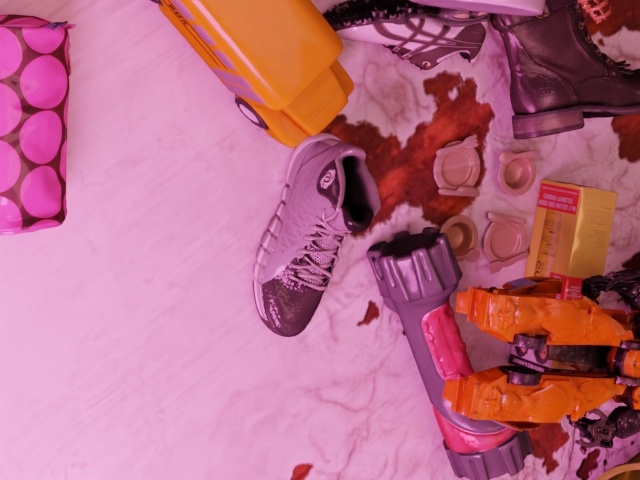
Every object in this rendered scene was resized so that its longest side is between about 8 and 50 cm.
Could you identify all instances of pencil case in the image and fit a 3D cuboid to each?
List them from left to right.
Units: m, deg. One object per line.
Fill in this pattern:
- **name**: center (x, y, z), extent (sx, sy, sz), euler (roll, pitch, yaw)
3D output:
- **pencil case**: center (-0.284, -0.111, 1.369), extent (0.098, 0.095, 0.209), euler (-6, 104, -44)

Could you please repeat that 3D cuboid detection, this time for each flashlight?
- **flashlight**: center (0.157, 0.132, 1.643), extent (0.103, 0.103, 0.304), euler (-27, 111, -21)

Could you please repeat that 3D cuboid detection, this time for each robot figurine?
- **robot figurine**: center (0.281, 0.129, 1.616), extent (0.291, 0.085, 0.211), euler (5, 96, -34)

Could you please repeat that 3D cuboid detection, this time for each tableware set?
- **tableware set**: center (0.194, -0.041, 1.680), extent (0.141, 0.020, 0.168), euler (-3, 100, -29)

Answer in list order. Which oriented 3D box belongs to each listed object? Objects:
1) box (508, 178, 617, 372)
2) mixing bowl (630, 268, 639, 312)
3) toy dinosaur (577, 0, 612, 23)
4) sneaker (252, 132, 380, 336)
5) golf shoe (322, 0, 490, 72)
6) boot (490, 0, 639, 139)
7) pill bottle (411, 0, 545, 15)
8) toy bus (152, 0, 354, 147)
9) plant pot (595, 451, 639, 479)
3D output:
- **box**: center (0.291, 0.047, 1.712), extent (0.058, 0.087, 0.232), euler (7, 96, -29)
- **mixing bowl**: center (0.460, 0.074, 1.801), extent (0.181, 0.098, 0.181), euler (-6, 102, -29)
- **toy dinosaur**: center (0.272, -0.412, 1.596), extent (0.218, 0.164, 0.322), euler (-15, 111, -15)
- **sneaker**: center (0.000, 0.000, 1.516), extent (0.086, 0.132, 0.228), euler (10, 94, -30)
- **golf shoe**: center (0.096, -0.223, 1.563), extent (0.198, 0.077, 0.094), euler (-6, 119, -15)
- **boot**: center (0.298, -0.250, 1.666), extent (0.263, 0.091, 0.229), euler (-17, 98, -33)
- **pill bottle**: center (0.178, -0.404, 1.444), extent (0.188, 0.188, 0.333), euler (4, 97, -29)
- **toy bus**: center (-0.088, -0.239, 1.424), extent (0.108, 0.130, 0.332), euler (-46, 116, -10)
- **plant pot**: center (0.584, 0.342, 1.798), extent (0.353, 0.366, 0.366), euler (-33, 113, -32)
